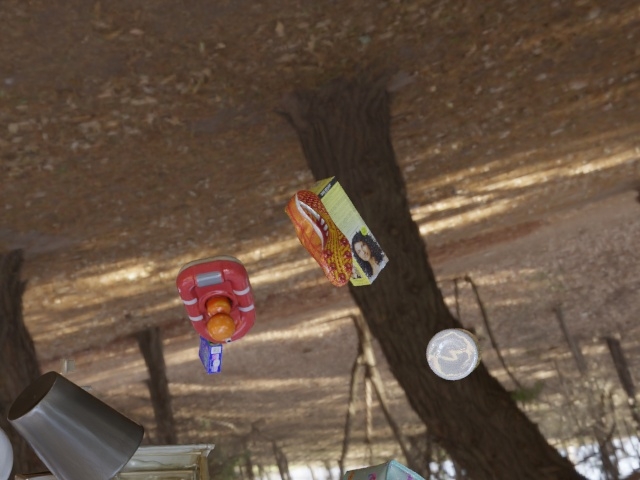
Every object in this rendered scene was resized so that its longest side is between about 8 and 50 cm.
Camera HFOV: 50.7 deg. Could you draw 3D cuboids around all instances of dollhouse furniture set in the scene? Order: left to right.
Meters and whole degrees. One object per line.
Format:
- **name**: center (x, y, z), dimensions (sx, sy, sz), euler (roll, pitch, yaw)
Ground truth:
- **dollhouse furniture set**: center (-0.736, 0.508, 1.876), dimensions (0.174, 0.355, 0.303), euler (4, 169, -37)

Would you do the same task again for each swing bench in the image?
- **swing bench**: center (-0.395, 0.629, 1.636), dimensions (0.253, 0.254, 0.165), euler (6, 147, -21)

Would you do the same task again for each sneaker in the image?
- **sneaker**: center (0.000, 0.000, 1.114), dimensions (0.064, 0.175, 0.067), euler (-13, 157, -33)

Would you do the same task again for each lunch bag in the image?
- **lunch bag**: center (0.192, 0.638, 1.565), dimensions (0.262, 0.160, 0.223), euler (34, 146, -12)

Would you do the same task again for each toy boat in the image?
- **toy boat**: center (-0.216, 0.150, 1.445), dimensions (0.151, 0.151, 0.231), euler (-11, 138, -2)

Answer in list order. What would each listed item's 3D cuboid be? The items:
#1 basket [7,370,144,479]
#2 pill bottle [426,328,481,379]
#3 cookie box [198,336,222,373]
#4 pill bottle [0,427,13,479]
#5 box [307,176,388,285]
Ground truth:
- **basket**: center (-0.522, 0.394, 1.418), dimensions (0.204, 0.226, 0.154), euler (-38, -154, -6)
- **pill bottle**: center (0.331, 0.274, 1.652), dimensions (0.119, 0.119, 0.208), euler (-18, 169, 14)
- **cookie box**: center (-0.318, 0.317, 1.953), dimensions (0.040, 0.091, 0.107), euler (-2, -158, -25)
- **pill bottle**: center (-0.896, 0.574, 1.597), dimensions (0.363, 0.210, 0.210), euler (-40, 159, 34)
- **box**: center (0.051, -0.017, 1.445), dimensions (0.058, 0.232, 0.087), euler (-12, -149, 48)
